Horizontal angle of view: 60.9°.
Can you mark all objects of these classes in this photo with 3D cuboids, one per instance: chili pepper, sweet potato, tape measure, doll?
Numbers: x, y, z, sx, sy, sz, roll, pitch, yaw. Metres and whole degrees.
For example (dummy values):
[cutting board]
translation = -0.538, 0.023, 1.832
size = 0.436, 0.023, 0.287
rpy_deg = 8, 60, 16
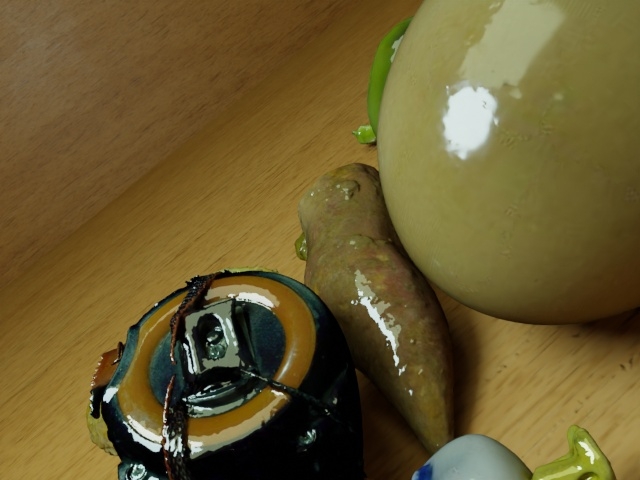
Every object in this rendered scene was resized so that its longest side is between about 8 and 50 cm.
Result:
[chili pepper]
translation = 0.147, -0.220, 1.005
size = 0.208, 0.043, 0.049
rpy_deg = -19, 7, 29
[sweet potato]
translation = 0.051, 0.062, 0.550
size = 0.131, 0.131, 0.336
rpy_deg = -30, 41, 16
[tape measure]
translation = -0.070, 0.125, 0.446
size = 0.202, 0.135, 0.223
rpy_deg = -21, 45, -7
[doll]
translation = 0.043, 0.204, 0.335
size = 0.293, 0.138, 0.119
rpy_deg = -37, 58, 9

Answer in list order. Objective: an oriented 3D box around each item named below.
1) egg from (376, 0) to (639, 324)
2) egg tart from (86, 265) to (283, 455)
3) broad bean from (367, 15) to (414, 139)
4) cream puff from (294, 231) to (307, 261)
[egg]
translation = 0.204, -0.105, 0.441
size = 0.374, 0.301, 0.301
rpy_deg = -52, 28, -14
[egg tart]
translation = -0.142, 0.156, 0.664
size = 0.294, 0.123, 0.294
rpy_deg = -28, 25, 14
[broad bean]
translation = 0.179, -0.208, 0.765
size = 0.238, 0.119, 0.291
rpy_deg = -34, 56, 9
[cream puff]
translation = 0.000, 0.000, 0.810
size = 0.083, 0.058, 0.083
rpy_deg = -39, 27, -6
